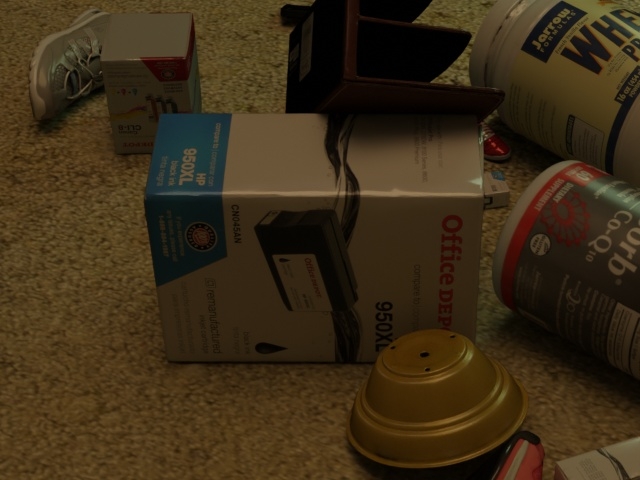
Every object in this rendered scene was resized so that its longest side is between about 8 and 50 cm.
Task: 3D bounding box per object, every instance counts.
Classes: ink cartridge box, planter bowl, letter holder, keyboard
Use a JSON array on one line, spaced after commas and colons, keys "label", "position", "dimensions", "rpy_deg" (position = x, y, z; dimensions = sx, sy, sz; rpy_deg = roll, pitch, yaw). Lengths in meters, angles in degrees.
[{"label": "ink cartridge box", "position": [0.222, -0.069, 2.007], "dimensions": [0.083, 0.028, 0.048], "rpy_deg": [-7, 40, -6]}, {"label": "ink cartridge box", "position": [-0.249, -0.234, 2.113], "dimensions": [0.128, 0.176, 0.127], "rpy_deg": [-2, 43, 2]}, {"label": "planter bowl", "position": [0.128, 0.165, 1.645], "dimensions": [0.217, 0.090, 0.217], "rpy_deg": [-11, 25, 5]}, {"label": "letter holder", "position": [0.093, -0.218, 1.753], "dimensions": [0.214, 0.302, 0.152], "rpy_deg": [5, 80, -13]}, {"label": "ink cartridge box", "position": [0.324, 0.273, 1.544], "dimensions": [0.135, 0.099, 0.056], "rpy_deg": [-14, 42, -15]}, {"label": "keyboard", "position": [0.024, -0.369, 2.380], "dimensions": [0.192, 0.038, 0.100], "rpy_deg": [5, 18, 10]}, {"label": "ink cartridge box", "position": [0.000, 0.000, 1.737], "dimensions": [0.395, 0.285, 0.166], "rpy_deg": [0, 42, 3]}]

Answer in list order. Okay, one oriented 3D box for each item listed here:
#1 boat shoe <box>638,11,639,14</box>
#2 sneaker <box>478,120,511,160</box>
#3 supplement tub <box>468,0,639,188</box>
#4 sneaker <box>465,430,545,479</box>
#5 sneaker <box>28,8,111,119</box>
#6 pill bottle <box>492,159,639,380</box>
[{"label": "boat shoe", "position": [0.562, -0.305, 2.158], "dimensions": [0.094, 0.109, 0.302], "rpy_deg": [1, 17, -6]}, {"label": "sneaker", "position": [0.236, -0.168, 2.093], "dimensions": [0.042, 0.067, 0.118], "rpy_deg": [-31, 48, -24]}, {"label": "supplement tub", "position": [0.397, -0.222, 2.021], "dimensions": [0.235, 0.235, 0.325], "rpy_deg": [-31, 48, -30]}, {"label": "sneaker", "position": [0.200, 0.334, 1.498], "dimensions": [0.136, 0.116, 0.314], "rpy_deg": [37, 38, -3]}, {"label": "sneaker", "position": [-0.368, -0.284, 2.230], "dimensions": [0.115, 0.105, 0.281], "rpy_deg": [11, 41, 15]}, {"label": "pill bottle", "position": [0.407, 0.062, 1.706], "dimensions": [0.363, 0.210, 0.210], "rpy_deg": [29, 49, 31]}]
